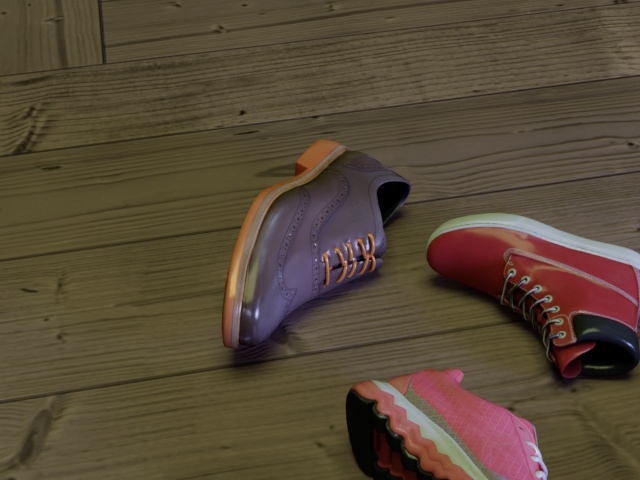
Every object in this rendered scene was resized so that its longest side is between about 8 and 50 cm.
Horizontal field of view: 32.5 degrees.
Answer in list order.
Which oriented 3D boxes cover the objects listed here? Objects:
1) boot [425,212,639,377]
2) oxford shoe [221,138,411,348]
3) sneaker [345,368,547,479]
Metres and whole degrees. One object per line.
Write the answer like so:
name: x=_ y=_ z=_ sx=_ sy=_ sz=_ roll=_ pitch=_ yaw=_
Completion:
boot: x=0.217 y=0.062 z=1.156 sx=0.244 sy=0.088 sz=0.176 roll=12 pitch=39 yaw=14
oxford shoe: x=0.000 y=0.000 z=1.221 sx=0.132 sy=0.130 sz=0.364 roll=16 pitch=39 yaw=15
sneaker: x=0.151 y=0.201 z=0.938 sx=0.136 sy=0.116 sz=0.314 roll=-20 pitch=39 yaw=-25
